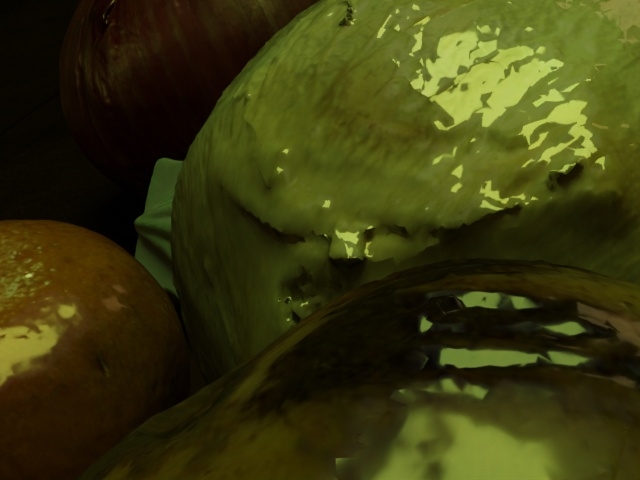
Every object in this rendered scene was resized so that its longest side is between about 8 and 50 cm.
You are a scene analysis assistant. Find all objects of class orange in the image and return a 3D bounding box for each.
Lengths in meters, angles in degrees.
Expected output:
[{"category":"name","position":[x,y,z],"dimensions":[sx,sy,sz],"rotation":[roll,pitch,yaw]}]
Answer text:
[{"category":"orange","position":[-0.181,0.090,0.818],"dimensions":[0.224,0.170,0.224],"rotation":[-6,31,4]}]

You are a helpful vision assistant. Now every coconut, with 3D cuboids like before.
[{"category":"coconut","position":[0.101,0.021,0.742],"dimensions":[0.346,0.346,0.360],"rotation":[11,39,31]}]

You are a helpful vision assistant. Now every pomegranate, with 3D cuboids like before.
[{"category":"pomegranate","position":[0.038,0.156,0.471],"dimensions":[0.322,0.322,0.322],"rotation":[-3,22,1]}]

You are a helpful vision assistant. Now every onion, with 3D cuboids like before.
[{"category":"onion","position":[-0.057,-0.157,1.289],"dimensions":[0.354,0.353,0.353],"rotation":[-3,22,1]}]

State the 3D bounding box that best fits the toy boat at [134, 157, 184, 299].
[{"category":"toy boat","position":[0.000,0.000,1.052],"dimensions":[0.290,0.199,0.100],"rotation":[6,-14,31]}]
